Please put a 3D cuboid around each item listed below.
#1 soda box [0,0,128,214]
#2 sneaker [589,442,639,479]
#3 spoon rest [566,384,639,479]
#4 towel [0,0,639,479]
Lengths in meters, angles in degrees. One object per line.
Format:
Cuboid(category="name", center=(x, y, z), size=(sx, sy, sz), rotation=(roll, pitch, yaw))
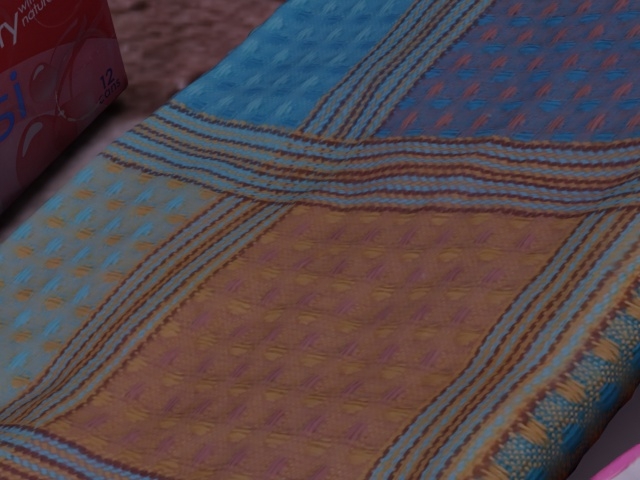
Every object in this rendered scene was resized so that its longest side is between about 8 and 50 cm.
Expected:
Cuboid(category="soda box", center=(-0.175, -0.017, 0.625), size=(0.083, 0.092, 0.263), rotation=(20, 52, 26))
Cuboid(category="sneaker", center=(0.060, 0.141, 0.420), size=(0.111, 0.103, 0.252), rotation=(36, 69, 13))
Cuboid(category="spoon rest", center=(0.119, 0.109, 0.519), size=(0.276, 0.084, 0.137), rotation=(31, 55, 24))
Cuboid(category="towel", center=(0.000, 0.000, 0.569), size=(0.271, 0.040, 0.370), rotation=(5, 40, 46))
